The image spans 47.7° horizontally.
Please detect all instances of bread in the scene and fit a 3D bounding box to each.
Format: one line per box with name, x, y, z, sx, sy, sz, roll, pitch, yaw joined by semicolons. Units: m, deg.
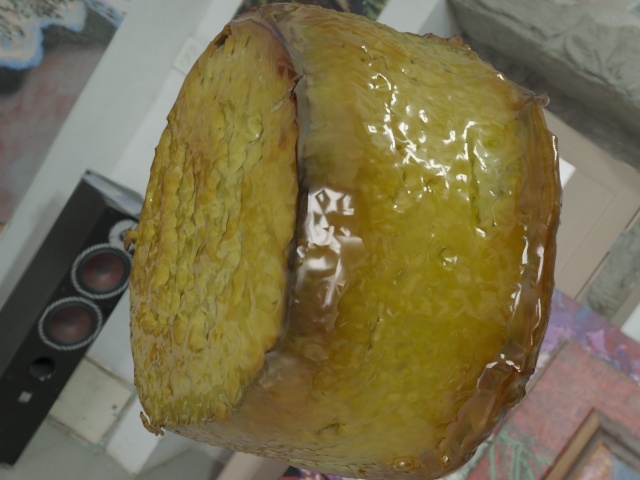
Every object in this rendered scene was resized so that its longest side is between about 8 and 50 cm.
bread;0.000;0.000;0.572;0.215;0.398;0.398;11;18;-29
